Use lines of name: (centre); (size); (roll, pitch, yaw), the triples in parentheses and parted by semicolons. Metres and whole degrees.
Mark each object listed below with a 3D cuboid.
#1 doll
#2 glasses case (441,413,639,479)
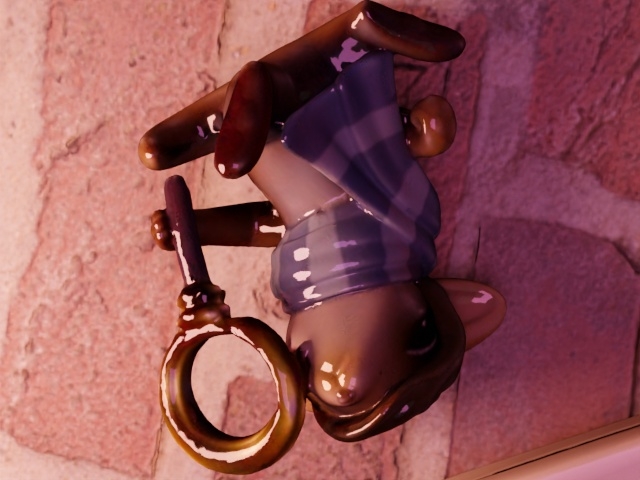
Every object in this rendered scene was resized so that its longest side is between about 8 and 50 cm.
doll: (-0.001, 0.000, 1.330); (0.318, 0.209, 0.339); (-18, 100, 10)
glasses case: (0.245, 0.238, 1.420); (0.336, 0.076, 0.144); (-20, 97, 7)
